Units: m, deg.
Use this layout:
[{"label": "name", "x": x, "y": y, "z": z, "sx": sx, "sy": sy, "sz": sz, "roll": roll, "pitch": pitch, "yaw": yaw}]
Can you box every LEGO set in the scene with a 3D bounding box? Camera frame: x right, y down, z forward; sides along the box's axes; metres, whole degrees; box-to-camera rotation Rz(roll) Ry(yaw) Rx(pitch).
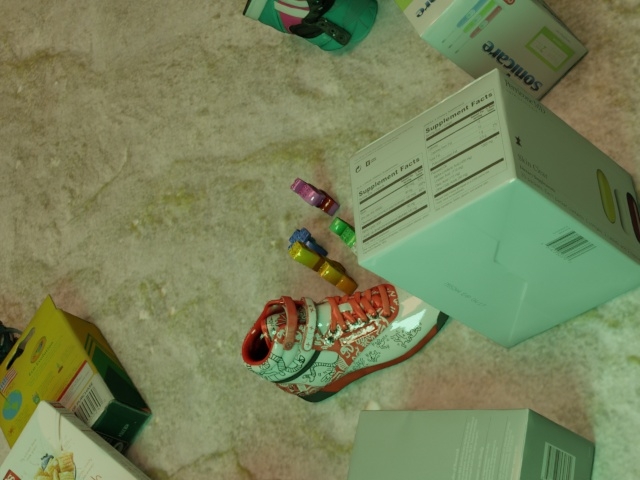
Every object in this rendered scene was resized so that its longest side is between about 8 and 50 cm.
[{"label": "LEGO set", "x": 0.000, "y": 0.000, "z": 1.732, "sx": 0.087, "sy": 0.093, "sz": 0.227, "roll": -54, "pitch": 39, "yaw": 8}]

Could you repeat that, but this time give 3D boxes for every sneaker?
[{"label": "sneaker", "x": 0.026, "y": 0.102, "z": 1.600, "sx": 0.270, "sy": 0.145, "sz": 0.090, "roll": -35, "pitch": 45, "yaw": 28}, {"label": "sneaker", "x": 0.003, "y": -0.361, "z": 1.884, "sx": 0.295, "sy": 0.178, "sz": 0.123, "roll": 148, "pitch": 142, "yaw": -73}]

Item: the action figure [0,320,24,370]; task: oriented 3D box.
[{"label": "action figure", "x": -0.595, "y": 0.193, "z": 2.215, "sx": 0.276, "sy": 0.164, "sz": 0.141, "roll": -43, "pitch": 46, "yaw": 29}]

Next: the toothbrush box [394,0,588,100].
[{"label": "toothbrush box", "x": 0.177, "y": -0.317, "z": 1.647, "sx": 0.122, "sy": 0.206, "sz": 0.283, "roll": -45, "pitch": 40, "yaw": 18}]

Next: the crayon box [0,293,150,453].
[{"label": "crayon box", "x": -0.398, "y": 0.246, "z": 2.024, "sx": 0.202, "sy": 0.081, "sz": 0.318, "roll": -54, "pitch": 40, "yaw": 9}]

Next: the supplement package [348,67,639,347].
[{"label": "supplement package", "x": 0.194, "y": -0.025, "z": 1.401, "sx": 0.204, "sy": 0.262, "sz": 0.145, "roll": -30, "pitch": 49, "yaw": 32}]

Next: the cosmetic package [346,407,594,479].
[{"label": "cosmetic package", "x": 0.154, "y": 0.241, "z": 1.391, "sx": 0.238, "sy": 0.127, "sz": 0.107, "roll": -12, "pitch": 59, "yaw": 45}]

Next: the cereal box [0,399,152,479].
[{"label": "cereal box", "x": -0.344, "y": 0.361, "z": 1.840, "sx": 0.240, "sy": 0.047, "sz": 0.173, "roll": 34, "pitch": 95, "yaw": 22}]
